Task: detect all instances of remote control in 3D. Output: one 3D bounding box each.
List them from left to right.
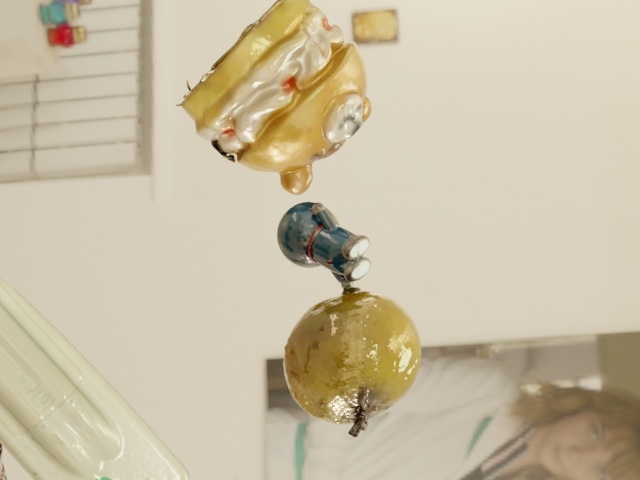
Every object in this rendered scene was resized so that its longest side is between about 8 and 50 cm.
[{"bbox_3d":[-0.204,0.129,0.773,0.230,0.090,0.049,48,-20,-2],"label":"remote control"}]

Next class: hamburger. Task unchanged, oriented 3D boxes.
[{"bbox_3d":[-0.049,-0.210,1.483,0.237,0.276,0.276,45,17,-11],"label":"hamburger"}]

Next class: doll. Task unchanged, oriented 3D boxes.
[{"bbox_3d":[0.000,0.000,1.330,0.085,0.152,0.114,-26,125,-35],"label":"doll"}]

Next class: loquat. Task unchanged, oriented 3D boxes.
[{"bbox_3d":[0.039,0.134,1.237,0.149,0.172,0.205,39,30,-27],"label":"loquat"}]

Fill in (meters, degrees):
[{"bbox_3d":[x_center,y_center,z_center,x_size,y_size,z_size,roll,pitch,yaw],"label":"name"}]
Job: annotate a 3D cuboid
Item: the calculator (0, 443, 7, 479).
[{"bbox_3d":[-0.428,0.327,1.342,0.126,0.034,0.191,-169,-111,-75],"label":"calculator"}]
